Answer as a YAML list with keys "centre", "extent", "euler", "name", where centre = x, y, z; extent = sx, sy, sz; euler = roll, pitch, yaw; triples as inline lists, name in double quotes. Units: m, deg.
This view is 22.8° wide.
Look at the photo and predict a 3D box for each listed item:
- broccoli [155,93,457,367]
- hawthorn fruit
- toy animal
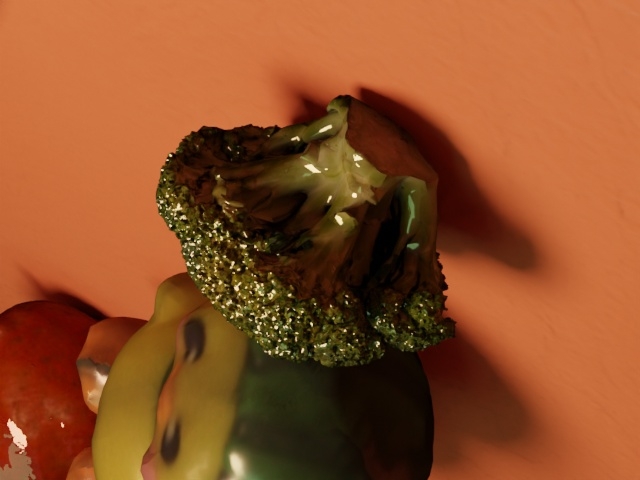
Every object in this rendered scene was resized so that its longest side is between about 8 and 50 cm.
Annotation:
- centre: [0.000, 0.000, 0.802]
  extent: [0.162, 0.145, 0.138]
  euler: [50, 128, 16]
  name: "broccoli"
- centre: [-0.235, 0.131, 1.352]
  extent: [0.202, 0.185, 0.185]
  euler: [57, 156, -1]
  name: "hawthorn fruit"
- centre: [-0.042, 0.126, 1.028]
  extent: [0.191, 0.216, 0.338]
  euler: [17, 162, -23]
  name: "toy animal"
